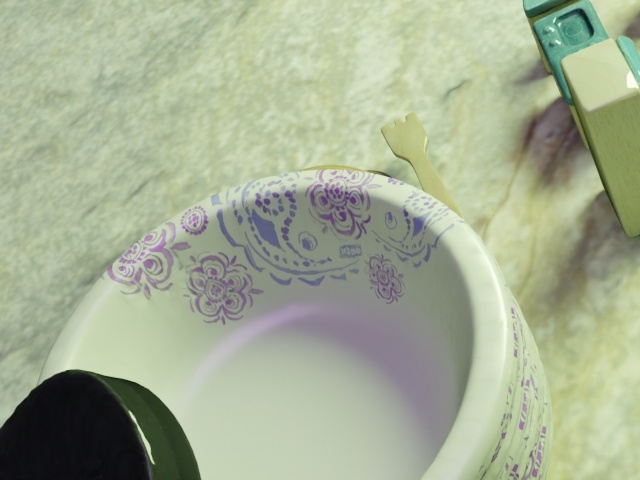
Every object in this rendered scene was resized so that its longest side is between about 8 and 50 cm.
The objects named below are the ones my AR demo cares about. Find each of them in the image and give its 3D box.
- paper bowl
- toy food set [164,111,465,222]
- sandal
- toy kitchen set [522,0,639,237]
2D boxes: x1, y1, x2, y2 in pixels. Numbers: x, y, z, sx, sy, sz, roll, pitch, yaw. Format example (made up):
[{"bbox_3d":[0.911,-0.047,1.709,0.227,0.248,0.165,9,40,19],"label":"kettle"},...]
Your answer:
[{"bbox_3d":[-0.010,0.111,0.830,0.284,0.148,0.284,-14,48,16],"label":"paper bowl"},{"bbox_3d":[0.000,0.000,1.001,0.192,0.038,0.132,-24,53,0],"label":"toy food set"},{"bbox_3d":[-0.226,0.246,0.742,0.167,0.107,0.446,45,108,39],"label":"sandal"},{"bbox_3d":[0.226,-0.139,0.935,0.166,0.122,0.207,-23,47,8],"label":"toy kitchen set"}]
